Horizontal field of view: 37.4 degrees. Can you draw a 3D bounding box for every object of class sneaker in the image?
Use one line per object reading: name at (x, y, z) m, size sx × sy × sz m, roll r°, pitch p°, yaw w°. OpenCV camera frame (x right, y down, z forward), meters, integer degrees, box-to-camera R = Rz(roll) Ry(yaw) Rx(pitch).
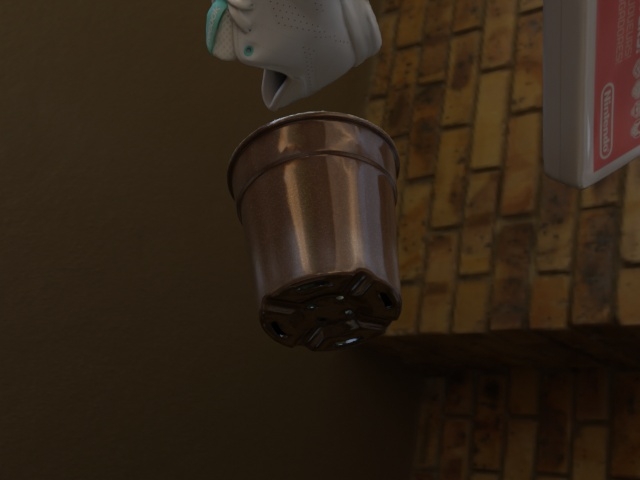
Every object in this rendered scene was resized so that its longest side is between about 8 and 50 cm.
sneaker at (-0.032, -0.143, 0.514) m, size 0.094 × 0.080 × 0.212 m, roll -40°, pitch -33°, yaw -4°

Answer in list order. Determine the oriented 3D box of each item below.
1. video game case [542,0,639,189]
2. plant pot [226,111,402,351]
video game case at (0.206, -0.167, 0.434) m, size 0.285 × 0.025 × 0.204 m, roll -29°, pitch -52°, yaw -27°
plant pot at (0.000, 0.000, 0.855) m, size 0.167 × 0.167 × 0.165 m, roll 32°, pitch -141°, yaw -40°
